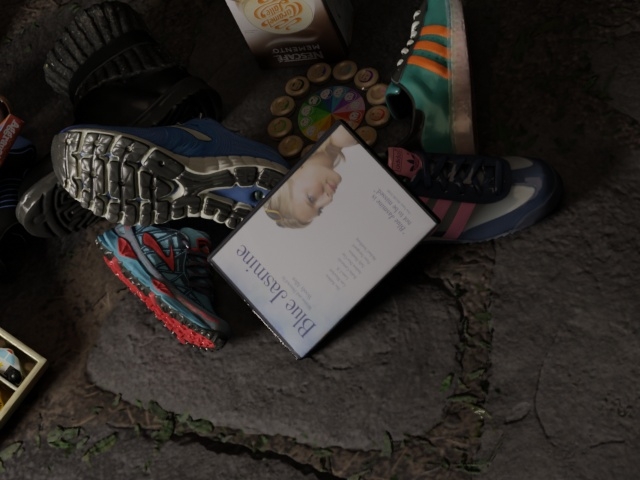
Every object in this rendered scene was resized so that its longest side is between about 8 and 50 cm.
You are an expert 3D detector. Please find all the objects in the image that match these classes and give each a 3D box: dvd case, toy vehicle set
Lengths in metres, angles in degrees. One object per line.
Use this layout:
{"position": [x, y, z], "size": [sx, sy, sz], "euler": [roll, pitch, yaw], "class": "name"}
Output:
{"position": [0.000, 0.000, 1.590], "size": [0.180, 0.022, 0.253], "euler": [47, 104, 10], "class": "dvd case"}
{"position": [-0.515, 0.153, 1.684], "size": [0.267, 0.035, 0.166], "euler": [33, 75, 6], "class": "toy vehicle set"}

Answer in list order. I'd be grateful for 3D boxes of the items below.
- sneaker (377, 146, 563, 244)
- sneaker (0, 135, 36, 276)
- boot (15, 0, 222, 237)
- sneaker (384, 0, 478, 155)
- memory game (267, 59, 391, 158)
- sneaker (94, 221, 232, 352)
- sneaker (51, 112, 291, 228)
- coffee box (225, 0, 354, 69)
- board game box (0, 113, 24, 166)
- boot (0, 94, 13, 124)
{"position": [0.141, -0.067, 1.615], "size": [0.319, 0.131, 0.112], "euler": [-9, 55, 13], "class": "sneaker"}
{"position": [-0.447, -0.046, 1.841], "size": [0.090, 0.081, 0.232], "euler": [17, 61, 6], "class": "sneaker"}
{"position": [-0.341, -0.178, 1.845], "size": [0.348, 0.131, 0.260], "euler": [-37, 61, -20], "class": "boot"}
{"position": [0.144, -0.234, 1.736], "size": [0.121, 0.108, 0.302], "euler": [-6, 58, 10], "class": "sneaker"}
{"position": [0.013, -0.181, 1.805], "size": [0.186, 0.012, 0.186], "euler": [-9, 56, 13], "class": "memory game"}
{"position": [-0.187, 0.036, 1.678], "size": [0.125, 0.104, 0.262], "euler": [-41, 55, -12], "class": "sneaker"}
{"position": [-0.194, -0.096, 1.713], "size": [0.330, 0.129, 0.147], "euler": [10, 27, -13], "class": "sneaker"}
{"position": [-0.052, -0.357, 1.795], "size": [0.141, 0.246, 0.098], "euler": [-3, 59, 17], "class": "coffee box"}
{"position": [-0.496, -0.072, 1.789], "size": [0.281, 0.027, 0.145], "euler": [-24, 40, 57], "class": "board game box"}
{"position": [-0.575, -0.116, 1.865], "size": [0.248, 0.090, 0.207], "euler": [-26, 20, 17], "class": "boot"}
